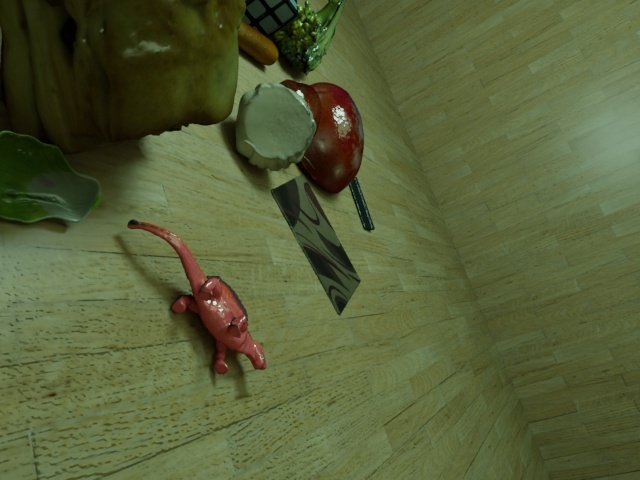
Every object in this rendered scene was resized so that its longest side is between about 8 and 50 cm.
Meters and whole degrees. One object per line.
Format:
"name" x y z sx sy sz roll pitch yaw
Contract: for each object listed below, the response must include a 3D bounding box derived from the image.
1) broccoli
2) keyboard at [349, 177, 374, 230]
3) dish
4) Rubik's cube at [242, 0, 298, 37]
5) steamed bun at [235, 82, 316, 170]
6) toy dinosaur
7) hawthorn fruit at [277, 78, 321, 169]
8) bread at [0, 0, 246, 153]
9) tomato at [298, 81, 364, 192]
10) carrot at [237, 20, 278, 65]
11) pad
"broccoli" -0.050 -0.671 1.444 0.180 0.273 0.242 29 26 2
"keyboard" 0.126 -0.123 1.516 0.060 0.018 0.195 8 59 -54
"dish" -0.312 -0.065 0.513 0.039 0.091 0.137 26 0 31
"Rubik's cube" -0.169 -0.650 1.239 0.163 0.161 0.162 39 34 -45
"steamed bun" -0.100 -0.239 1.000 0.182 0.183 0.106 57 -9 -16
"toy dinosaur" -0.161 0.071 0.698 0.286 0.070 0.139 57 15 -10
"hawthorn fruit" -0.072 -0.272 1.115 0.163 0.163 0.203 9 73 -62
"bread" -0.196 -0.264 0.546 0.192 0.369 0.314 30 30 7
"tomato" 0.041 -0.307 1.327 0.289 0.176 0.334 48 27 -38
"carrot" -0.181 -0.510 1.198 0.225 0.067 0.067 8 60 -60
"pad" 0.000 0.000 1.149 0.330 0.004 0.220 61 24 -8
